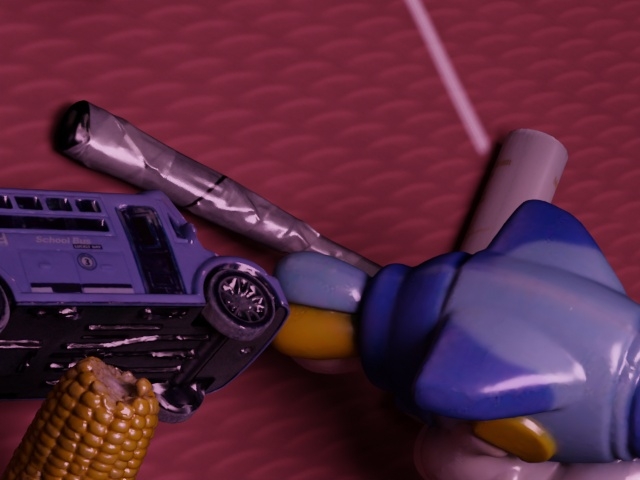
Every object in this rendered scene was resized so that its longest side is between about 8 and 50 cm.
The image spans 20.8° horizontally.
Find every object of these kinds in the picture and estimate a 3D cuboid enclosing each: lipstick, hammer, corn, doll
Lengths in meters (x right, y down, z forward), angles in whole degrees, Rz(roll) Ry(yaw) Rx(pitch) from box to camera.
[{"bbox_3d":[0.135,0.028,1.422,0.059,0.059,0.264,37,61,-27],"label":"lipstick"},{"bbox_3d":[0.000,0.000,1.298,0.427,0.044,0.152,29,67,-19],"label":"hammer"},{"bbox_3d":[-0.173,0.177,1.093,0.080,0.080,0.238,14,113,-35],"label":"corn"},{"bbox_3d":[0.145,0.132,1.197,0.365,0.376,0.187,56,18,-21],"label":"doll"}]

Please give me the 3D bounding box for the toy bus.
[{"bbox_3d":[-0.171,0.037,1.139,0.292,0.125,0.133,2,54,-36],"label":"toy bus"}]
